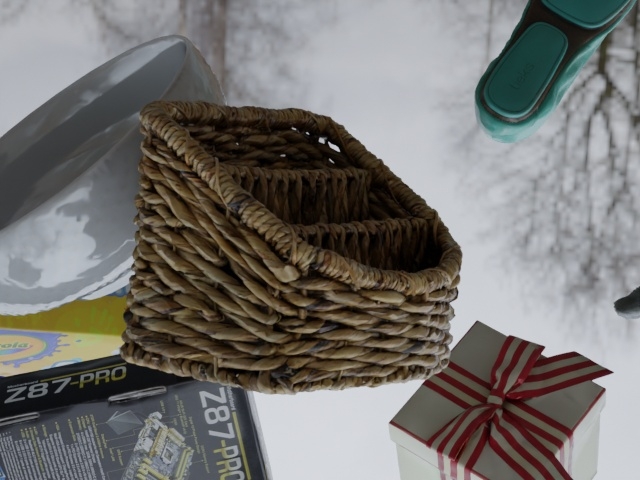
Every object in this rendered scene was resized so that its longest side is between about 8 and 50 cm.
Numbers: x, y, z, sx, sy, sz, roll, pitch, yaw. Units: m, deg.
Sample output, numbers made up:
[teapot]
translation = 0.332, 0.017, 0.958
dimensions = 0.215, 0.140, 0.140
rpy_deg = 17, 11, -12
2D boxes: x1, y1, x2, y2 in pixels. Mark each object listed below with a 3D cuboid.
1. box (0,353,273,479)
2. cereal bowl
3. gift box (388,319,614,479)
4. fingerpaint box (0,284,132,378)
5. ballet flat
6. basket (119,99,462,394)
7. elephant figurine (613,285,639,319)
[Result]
[box]
translation = -0.194, 0.304, 1.389
dimensions = 0.318, 0.395, 0.097
rpy_deg = -11, -156, 1
[cereal bowl]
translation = -0.221, -0.044, 1.382
dimensions = 0.339, 0.141, 0.339
rpy_deg = -30, -157, 14
[gift box]
translation = 0.279, 0.291, 2.056
dimensions = 0.276, 0.258, 0.255
rpy_deg = 23, -123, 27
[fingerpaint box]
translation = -0.349, 0.128, 1.804
dimensions = 0.445, 0.163, 0.371
rpy_deg = 8, 148, -40
[ballet flat]
translation = 0.216, -0.186, 1.311
dimensions = 0.083, 0.247, 0.087
rpy_deg = 35, 162, 9
[basket]
translation = 0.000, 0.000, 1.209
dimensions = 0.213, 0.223, 0.299
rpy_deg = 8, -175, 32
[elephant figurine]
translation = 0.444, 0.013, 1.520
dimensions = 0.186, 0.169, 0.239
rpy_deg = 36, -145, -8
